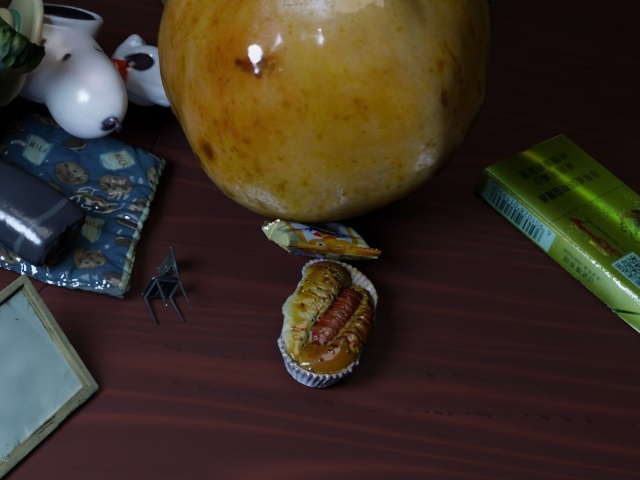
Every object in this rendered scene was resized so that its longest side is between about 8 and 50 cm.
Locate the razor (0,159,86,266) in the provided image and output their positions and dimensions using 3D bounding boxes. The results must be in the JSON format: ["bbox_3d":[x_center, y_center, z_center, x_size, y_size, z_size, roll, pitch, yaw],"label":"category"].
[{"bbox_3d":[-0.322,-0.038,1.650,0.148,0.054,0.090,30,39,11],"label":"razor"}]

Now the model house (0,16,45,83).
[{"bbox_3d":[-0.482,-0.175,1.587,0.321,0.266,0.261,32,3,-4],"label":"model house"}]

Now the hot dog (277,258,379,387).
[{"bbox_3d":[0.007,0.086,1.705,0.099,0.053,0.192,19,37,3],"label":"hot dog"}]

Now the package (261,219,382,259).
[{"bbox_3d":[-0.001,0.000,1.779,0.108,0.031,0.121,5,10,-19],"label":"package"}]

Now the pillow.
[{"bbox_3d":[-0.278,-0.043,1.741,0.189,0.034,0.255,15,41,-5],"label":"pillow"}]

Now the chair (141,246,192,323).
[{"bbox_3d":[-0.167,0.047,1.683,0.042,0.037,0.086,8,44,-34],"label":"chair"}]

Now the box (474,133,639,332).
[{"bbox_3d":[0.356,-0.006,1.976,0.311,0.043,0.173,42,43,23],"label":"box"}]

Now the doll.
[{"bbox_3d":[-0.263,-0.199,1.830,0.208,0.144,0.271,41,28,8],"label":"doll"}]

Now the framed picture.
[{"bbox_3d":[-0.301,0.136,1.481,0.136,0.010,0.201,59,40,-12],"label":"framed picture"}]

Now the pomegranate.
[{"bbox_3d":[0.014,-0.189,1.786,0.410,0.410,0.410,13,40,-11],"label":"pomegranate"}]

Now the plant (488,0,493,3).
[{"bbox_3d":[0.157,-0.386,2.252,0.195,0.129,0.132,22,37,-5],"label":"plant"}]

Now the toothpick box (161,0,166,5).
[{"bbox_3d":[-0.094,-0.444,2.168,0.188,0.190,0.308,14,36,-7],"label":"toothpick box"}]
